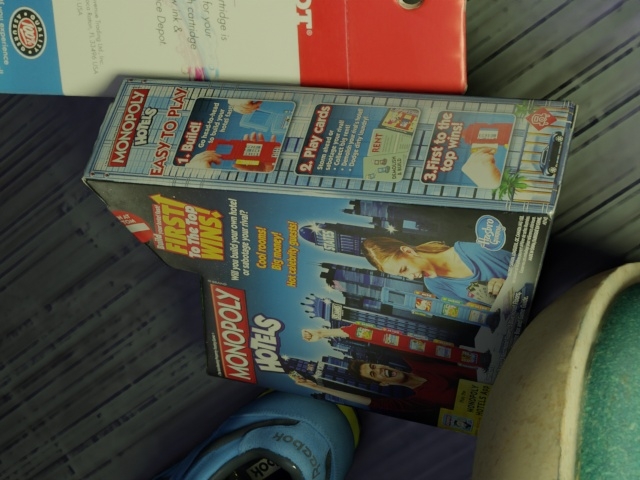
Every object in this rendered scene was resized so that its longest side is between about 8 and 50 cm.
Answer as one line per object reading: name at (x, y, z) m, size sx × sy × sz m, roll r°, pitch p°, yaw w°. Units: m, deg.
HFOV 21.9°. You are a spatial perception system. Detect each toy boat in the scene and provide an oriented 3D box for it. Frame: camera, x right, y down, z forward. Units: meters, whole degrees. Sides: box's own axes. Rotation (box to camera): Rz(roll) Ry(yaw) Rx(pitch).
toy boat at (0.180, 0.156, 0.684) m, size 0.148 × 0.267 × 0.318 m, roll -15°, pitch 136°, yaw 30°

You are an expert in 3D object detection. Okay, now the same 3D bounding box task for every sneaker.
sneaker at (-0.065, 0.150, 0.833) m, size 0.069 × 0.082 × 0.209 m, roll 44°, pitch 118°, yaw -1°

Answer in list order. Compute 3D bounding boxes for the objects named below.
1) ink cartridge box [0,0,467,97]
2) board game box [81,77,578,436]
ink cartridge box at (-0.041, -0.134, 0.729) m, size 0.231 × 0.078 × 0.134 m, roll 4°, pitch 110°, yaw 18°
board game box at (0.000, 0.000, 0.728) m, size 0.194 × 0.060 × 0.194 m, roll 13°, pitch 147°, yaw 7°
